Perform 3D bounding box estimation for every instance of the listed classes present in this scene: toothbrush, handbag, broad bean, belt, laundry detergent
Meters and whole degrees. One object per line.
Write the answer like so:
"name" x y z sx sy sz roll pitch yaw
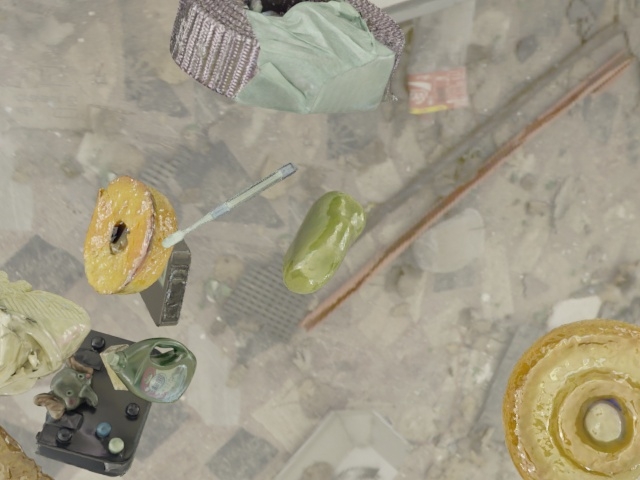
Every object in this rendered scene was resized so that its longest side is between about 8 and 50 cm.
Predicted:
"toothbrush" -0.121 -0.044 1.033 0.220 0.019 0.016 -30 98 21
"handbag" -0.550 0.386 1.938 0.269 0.118 0.325 19 53 -10
"broad bean" 0.000 0.000 1.132 0.082 0.124 0.174 42 55 -8
"belt" -0.040 -0.271 1.048 0.325 0.260 0.122 -11 138 -40
"laundry detergent" -0.349 0.256 1.611 0.137 0.063 0.211 -58 141 -3

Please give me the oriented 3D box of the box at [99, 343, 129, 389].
"box" -0.435 0.278 1.728 0.045 0.062 0.098 -40 119 -51

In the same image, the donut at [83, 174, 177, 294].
"donut" -0.296 -0.003 1.243 0.075 0.174 0.190 14 88 -51

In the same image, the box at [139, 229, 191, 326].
"box" -0.402 0.034 1.907 0.058 0.350 0.211 1 120 -31

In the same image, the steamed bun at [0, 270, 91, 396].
"steamed bun" -0.614 0.198 1.548 0.268 0.280 0.207 26 96 8

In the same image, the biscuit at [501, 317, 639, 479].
"biscuit" 0.354 0.232 1.070 0.091 0.213 0.274 24 86 -66

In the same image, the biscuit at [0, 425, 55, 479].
"biscuit" -0.484 0.315 1.054 0.368 0.394 0.076 53 50 -16
